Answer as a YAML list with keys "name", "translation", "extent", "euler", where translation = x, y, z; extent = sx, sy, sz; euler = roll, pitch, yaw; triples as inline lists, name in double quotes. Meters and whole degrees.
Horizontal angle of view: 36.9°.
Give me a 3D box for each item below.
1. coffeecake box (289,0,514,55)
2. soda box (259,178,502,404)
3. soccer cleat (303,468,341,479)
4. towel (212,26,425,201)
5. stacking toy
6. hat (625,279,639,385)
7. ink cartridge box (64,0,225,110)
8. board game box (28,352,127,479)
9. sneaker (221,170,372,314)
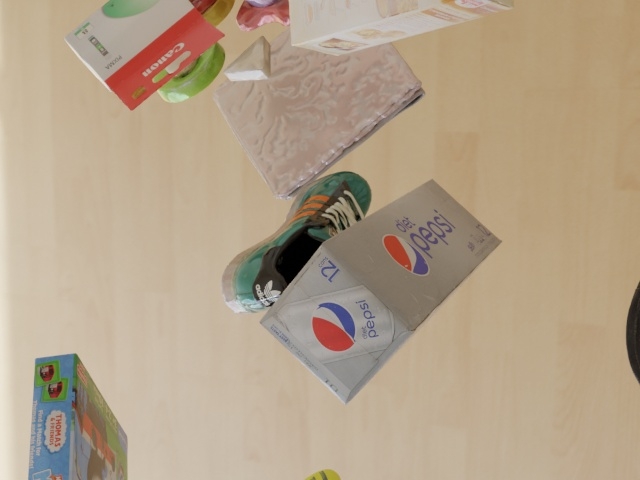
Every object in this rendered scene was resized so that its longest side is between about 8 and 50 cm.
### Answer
- name: "coffeecake box"
  translation: [0.060, -0.246, 0.799]
  extent: [0.185, 0.068, 0.143]
  euler: [-6, 87, 41]
- name: "soda box"
  translation: [0.064, 0.031, 0.836]
  extent: [0.098, 0.286, 0.091]
  euler: [43, 116, 8]
- name: "soccer cleat"
  translation: [-0.008, 0.464, 1.577]
  extent: [0.121, 0.289, 0.094]
  euler: [-19, 96, 27]
- name: "towel"
  translation: [-0.012, -0.271, 1.740]
  extent: [0.331, 0.053, 0.317]
  euler: [-38, 56, 9]
- name: "stacking toy"
  translation: [-0.173, -0.379, 1.548]
  extent: [0.308, 0.130, 0.280]
  euler: [-6, 51, 34]
- name: "hat"
  translation: [0.533, 0.107, 1.101]
  extent: [0.331, 0.134, 0.332]
  euler: [9, 107, 30]
- name: "ink cartridge box"
  translation: [-0.268, -0.305, 1.427]
  extent: [0.181, 0.056, 0.224]
  euler: [-41, 42, -5]
- name: "board game box"
  translation: [-0.185, 0.218, 0.739]
  extent: [0.039, 0.160, 0.212]
  euler: [-8, 55, 0]
- name: "sneaker"
  translation: [0.000, 0.000, 1.321]
  extent: [0.121, 0.302, 0.108]
  euler: [-6, 121, 46]
